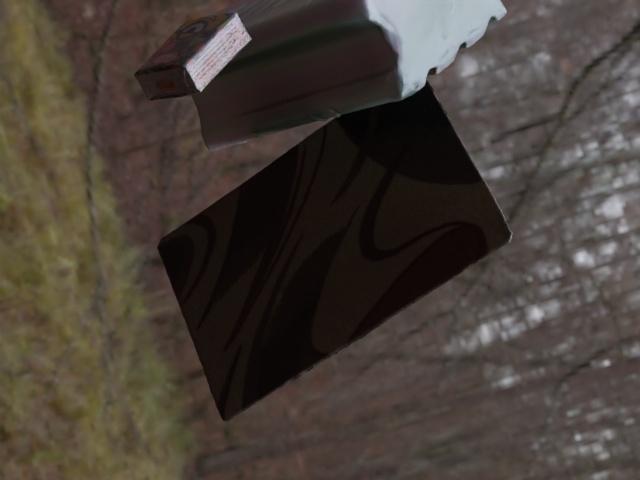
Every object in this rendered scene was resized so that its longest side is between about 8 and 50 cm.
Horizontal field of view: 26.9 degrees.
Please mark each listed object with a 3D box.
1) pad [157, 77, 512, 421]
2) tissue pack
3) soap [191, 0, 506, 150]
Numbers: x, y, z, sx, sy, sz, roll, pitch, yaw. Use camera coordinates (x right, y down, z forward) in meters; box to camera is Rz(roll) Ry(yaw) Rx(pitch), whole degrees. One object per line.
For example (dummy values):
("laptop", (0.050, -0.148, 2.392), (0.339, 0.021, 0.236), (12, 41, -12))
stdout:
("pad", (0.000, 0.000, 1.267), (0.004, 0.330, 0.220), (32, 28, -56))
("tissue pack", (-0.105, -0.150, 1.096), (0.083, 0.063, 0.035), (-53, 128, -36))
("soap", (-0.005, -0.198, 1.327), (0.347, 0.208, 0.115), (-10, -66, 47))
